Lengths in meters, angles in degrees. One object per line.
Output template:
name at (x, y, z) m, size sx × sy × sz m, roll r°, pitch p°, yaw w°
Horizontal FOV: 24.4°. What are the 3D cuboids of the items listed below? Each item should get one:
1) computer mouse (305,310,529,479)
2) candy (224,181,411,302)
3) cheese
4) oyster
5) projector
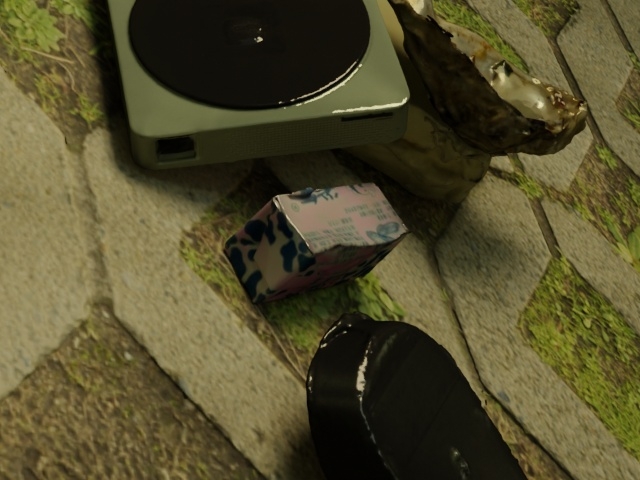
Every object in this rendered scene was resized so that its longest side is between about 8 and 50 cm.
computer mouse at (0.084, 0.196, 1.239) m, size 0.295 × 0.087 × 0.168 m, roll 54°, pitch 35°, yaw -8°
candy at (0.000, 0.000, 1.357) m, size 0.160 × 0.092 × 0.073 m, roll -11°, pitch 63°, yaw -51°
cheese at (0.068, -0.155, 1.575) m, size 0.266 × 0.127 × 0.233 m, roll 21°, pitch 42°, yaw -27°
oyster at (0.145, -0.177, 1.501) m, size 0.294 × 0.094 × 0.166 m, roll 42°, pitch 30°, yaw -9°
projector at (-0.067, -0.182, 1.416) m, size 0.257 × 0.079 × 0.259 m, roll -7°, pitch 51°, yaw -10°
